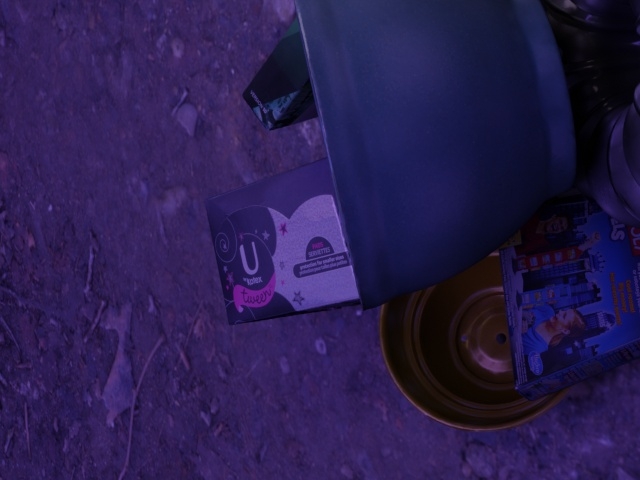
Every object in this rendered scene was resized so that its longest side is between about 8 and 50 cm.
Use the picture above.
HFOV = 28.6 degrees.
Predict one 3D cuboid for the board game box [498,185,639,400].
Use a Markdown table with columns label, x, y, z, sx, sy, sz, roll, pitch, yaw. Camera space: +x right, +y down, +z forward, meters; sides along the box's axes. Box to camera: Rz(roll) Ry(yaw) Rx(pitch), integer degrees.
| label | x | y | z | sx | sy | sz | roll | pitch | yaw |
| --- | --- | --- | --- | --- | --- | --- | --- | --- | --- |
| board game box | 0.269 | 0.036 | 1.162 | 0.194 | 0.060 | 0.194 | -11 | 68 | 20 |

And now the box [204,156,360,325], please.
| label | x | y | z | sx | sy | sz | roll | pitch | yaw |
| --- | --- | --- | --- | --- | --- | --- | --- | --- | --- |
| box | 0.000 | 0.000 | 1.445 | 0.247 | 0.142 | 0.163 | -15 | 85 | 50 |

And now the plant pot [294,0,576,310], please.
| label | x | y | z | sx | sy | sz | roll | pitch | yaw |
| --- | --- | --- | --- | --- | --- | --- | --- | --- | --- |
| plant pot | 0.097 | -0.105 | 1.044 | 0.293 | 0.196 | 0.293 | -13 | -90 | -90 |

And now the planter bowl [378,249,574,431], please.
| label | x | y | z | sx | sy | sz | roll | pitch | yaw |
| --- | --- | --- | --- | --- | --- | --- | --- | --- | --- |
| planter bowl | 0.175 | 0.091 | 1.269 | 0.217 | 0.090 | 0.217 | -6 | 72 | 19 |

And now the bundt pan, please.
| label | x | y | z | sx | sy | sz | roll | pitch | yaw |
| --- | --- | --- | --- | --- | --- | --- | --- | --- | --- |
| bundt pan | 0.272 | -0.155 | 1.010 | 0.331 | 0.124 | 0.331 | 175 | 90 | -76 |

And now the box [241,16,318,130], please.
| label | x | y | z | sx | sy | sz | roll | pitch | yaw |
| --- | --- | --- | --- | --- | --- | --- | --- | --- | --- |
| box | 0.086 | -0.245 | 1.229 | 0.058 | 0.232 | 0.322 | 53 | 134 | 13 |
